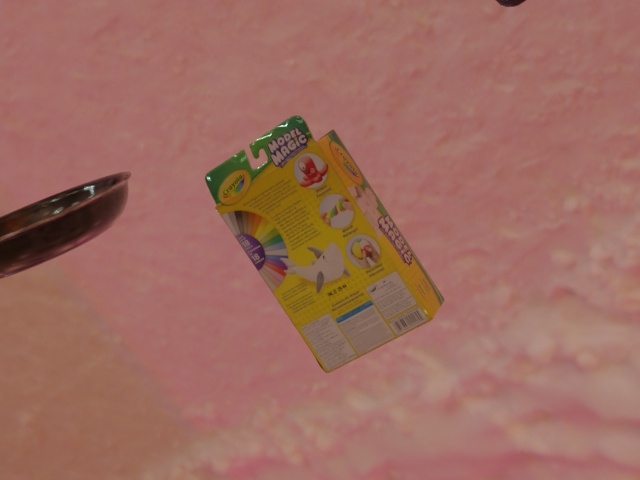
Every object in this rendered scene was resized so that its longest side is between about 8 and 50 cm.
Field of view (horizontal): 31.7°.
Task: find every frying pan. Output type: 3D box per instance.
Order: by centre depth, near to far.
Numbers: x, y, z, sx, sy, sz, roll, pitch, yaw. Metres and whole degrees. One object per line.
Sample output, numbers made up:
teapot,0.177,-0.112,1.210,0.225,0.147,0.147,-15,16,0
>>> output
frying pan,-0.297,0.015,0.949,0.197,0.326,0.053,-7,109,50

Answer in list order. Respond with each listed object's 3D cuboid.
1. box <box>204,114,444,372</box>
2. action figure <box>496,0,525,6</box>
box,0.000,0.000,0.842,0.105,0.043,0.179,-30,98,28
action figure,0.175,-0.161,0.420,0.099,0.285,0.185,62,145,31
